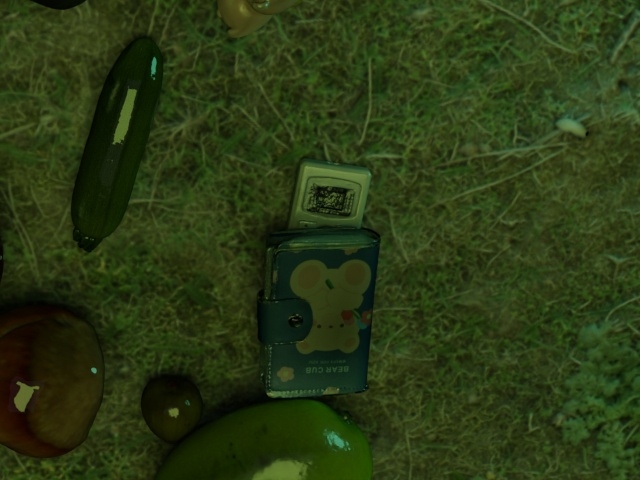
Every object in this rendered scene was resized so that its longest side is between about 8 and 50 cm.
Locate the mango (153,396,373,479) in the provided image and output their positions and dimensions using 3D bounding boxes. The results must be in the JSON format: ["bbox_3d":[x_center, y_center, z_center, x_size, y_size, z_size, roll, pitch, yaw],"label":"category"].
[{"bbox_3d":[-0.072,0.281,1.696,0.273,0.149,0.185,-9,131,-1],"label":"mango"}]

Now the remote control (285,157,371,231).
[{"bbox_3d":[0.000,0.000,1.675,0.088,0.029,0.190,9,108,-12],"label":"remote control"}]

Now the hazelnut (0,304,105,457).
[{"bbox_3d":[-0.327,0.150,1.612,0.182,0.182,0.182,-3,110,-8],"label":"hazelnut"}]

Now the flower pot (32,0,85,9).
[{"bbox_3d":[-0.277,-0.329,1.432,0.235,0.235,0.148,-46,129,8],"label":"flower pot"}]

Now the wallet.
[{"bbox_3d":[-0.006,0.083,1.659,0.141,0.059,0.202,-3,115,-15],"label":"wallet"}]

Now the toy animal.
[{"bbox_3d":[-0.066,-0.276,1.537,0.114,0.082,0.091,-30,110,3],"label":"toy animal"}]

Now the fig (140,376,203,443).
[{"bbox_3d":[-0.177,0.205,1.698,0.074,0.074,0.088,-3,123,-8],"label":"fig"}]

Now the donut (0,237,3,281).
[{"bbox_3d":[-0.461,0.012,1.545,0.235,0.089,0.235,-4,110,-10],"label":"donut"}]

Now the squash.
[{"bbox_3d":[-0.228,-0.102,1.580,0.069,0.069,0.258,14,106,-14],"label":"squash"}]
